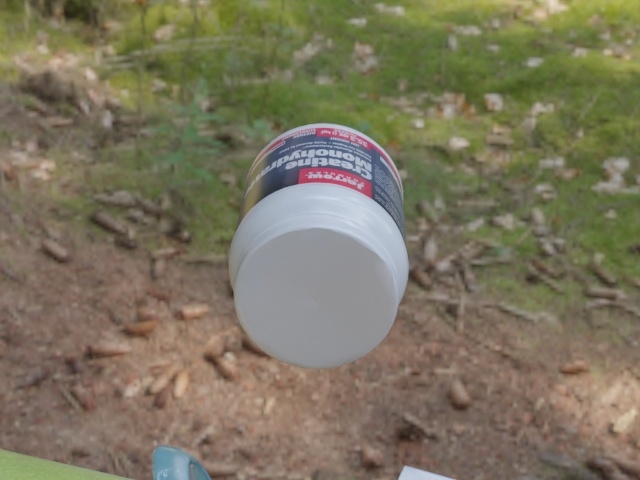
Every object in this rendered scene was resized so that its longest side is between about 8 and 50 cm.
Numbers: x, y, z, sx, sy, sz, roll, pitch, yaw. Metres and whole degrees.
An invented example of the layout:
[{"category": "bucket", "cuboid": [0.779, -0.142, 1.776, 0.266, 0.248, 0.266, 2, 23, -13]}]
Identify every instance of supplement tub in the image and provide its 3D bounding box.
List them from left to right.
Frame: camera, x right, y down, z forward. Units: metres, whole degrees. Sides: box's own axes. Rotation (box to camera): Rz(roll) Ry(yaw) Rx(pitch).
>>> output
[{"category": "supplement tub", "cuboid": [0.000, 0.000, 1.314, 0.191, 0.191, 0.272, -1, 26, 2]}]

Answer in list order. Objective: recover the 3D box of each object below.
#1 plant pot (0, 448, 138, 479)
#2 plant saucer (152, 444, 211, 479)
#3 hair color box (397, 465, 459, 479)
[{"category": "plant pot", "cuboid": [-0.205, 0.288, 0.948, 0.254, 0.276, 0.276, 6, 30, -6]}, {"category": "plant saucer", "cuboid": [-0.158, 0.432, 1.680, 0.044, 0.317, 0.317, -22, 32, 0]}, {"category": "hair color box", "cuboid": [0.266, 0.493, 1.875, 0.347, 0.105, 0.174, 11, 48, 25]}]
